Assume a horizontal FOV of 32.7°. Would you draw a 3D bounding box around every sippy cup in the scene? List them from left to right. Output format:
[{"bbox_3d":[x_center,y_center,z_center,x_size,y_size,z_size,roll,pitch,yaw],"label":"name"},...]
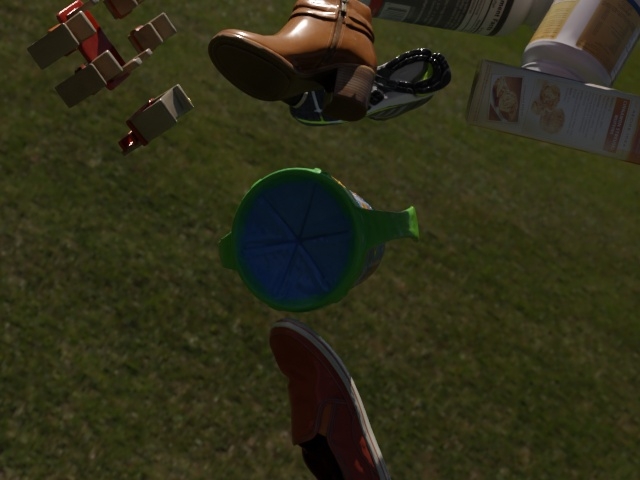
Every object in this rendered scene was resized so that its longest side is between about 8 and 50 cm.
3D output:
[{"bbox_3d":[0.000,0.000,1.834,0.305,0.240,0.224,28,10,20],"label":"sippy cup"}]

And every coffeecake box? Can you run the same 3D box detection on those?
[{"bbox_3d":[0.246,-0.132,1.112,0.185,0.068,0.142,14,10,4],"label":"coffeecake box"}]

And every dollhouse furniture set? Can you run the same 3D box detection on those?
[{"bbox_3d":[-0.348,-0.285,1.840,0.259,0.135,0.262,56,32,-15],"label":"dollhouse furniture set"}]

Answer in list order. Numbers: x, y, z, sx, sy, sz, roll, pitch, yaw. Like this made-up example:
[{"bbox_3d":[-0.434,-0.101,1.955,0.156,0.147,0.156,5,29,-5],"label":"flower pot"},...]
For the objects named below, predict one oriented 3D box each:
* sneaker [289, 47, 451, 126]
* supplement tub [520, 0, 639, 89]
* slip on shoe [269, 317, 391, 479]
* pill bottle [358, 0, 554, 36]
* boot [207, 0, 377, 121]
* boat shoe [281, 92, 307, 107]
[{"bbox_3d":[0.088,-0.256,1.987,0.300,0.121,0.111,-12,70,-12],"label":"sneaker"},{"bbox_3d":[0.393,-0.289,1.653,0.144,0.200,0.144,29,-17,10],"label":"supplement tub"},{"bbox_3d":[0.000,0.272,1.665,0.101,0.123,0.331,-18,80,-35],"label":"slip on shoe"},{"bbox_3d":[0.237,-0.448,1.784,0.362,0.210,0.210,7,28,-9],"label":"pill bottle"},{"bbox_3d":[-0.027,-0.225,1.208,0.197,0.073,0.152,21,56,-24],"label":"boot"},{"bbox_3d":[-0.060,-0.240,1.637,0.042,0.049,0.133,26,15,-30],"label":"boat shoe"}]
